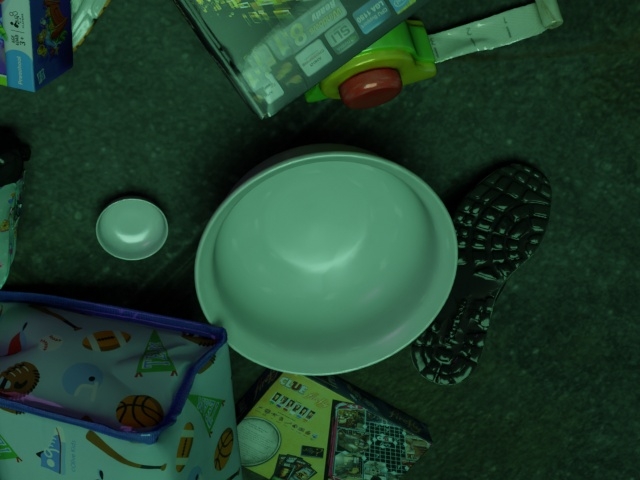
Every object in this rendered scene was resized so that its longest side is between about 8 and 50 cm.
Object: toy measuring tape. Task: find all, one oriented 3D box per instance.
[{"bbox_3d":[0.104,-0.219,1.413,0.330,0.121,0.121,-16,122,0],"label":"toy measuring tape"}]

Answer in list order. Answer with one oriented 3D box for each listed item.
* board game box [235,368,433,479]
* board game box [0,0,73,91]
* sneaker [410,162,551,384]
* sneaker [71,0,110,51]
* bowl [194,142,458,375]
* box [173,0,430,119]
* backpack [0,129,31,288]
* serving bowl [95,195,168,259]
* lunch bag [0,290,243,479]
[{"bbox_3d":[0.003,0.261,1.731,0.243,0.042,0.165,31,111,-24],"label":"board game box"},{"bbox_3d":[-0.360,-0.333,1.239,0.233,0.078,0.347,13,122,17],"label":"board game box"},{"bbox_3d":[0.184,0.035,1.603,0.107,0.124,0.283,27,91,1],"label":"sneaker"},{"bbox_3d":[-0.251,-0.301,1.334,0.121,0.099,0.262,30,104,-16],"label":"sneaker"},{"bbox_3d":[0.000,0.000,1.521,0.298,0.134,0.297,-4,122,-7],"label":"bowl"},{"bbox_3d":[0.006,-0.359,1.268,0.395,0.097,0.318,-35,114,-3],"label":"box"},{"bbox_3d":[-0.400,-0.026,1.453,0.152,0.115,0.182,2,123,-13],"label":"backpack"},{"bbox_3d":[-0.220,-0.019,1.536,0.083,0.027,0.083,-4,121,-6],"label":"serving bowl"},{"bbox_3d":[-0.308,0.246,1.546,0.386,0.239,0.327,12,127,18],"label":"lunch bag"}]
